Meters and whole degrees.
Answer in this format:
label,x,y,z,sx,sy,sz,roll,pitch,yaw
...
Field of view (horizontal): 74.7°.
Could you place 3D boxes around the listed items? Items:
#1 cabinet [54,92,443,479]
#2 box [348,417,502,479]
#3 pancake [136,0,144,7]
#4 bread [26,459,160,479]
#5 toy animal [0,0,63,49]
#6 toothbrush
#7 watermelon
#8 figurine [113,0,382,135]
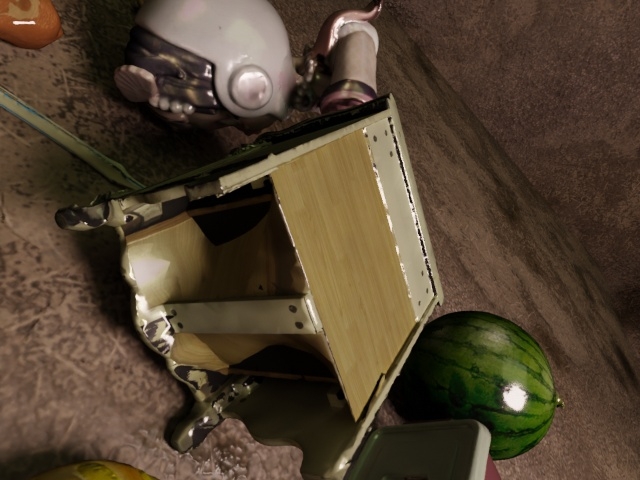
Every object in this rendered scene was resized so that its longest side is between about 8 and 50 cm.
label,x,y,z,sx,sy,sz,roll,pitch,yaw
cabinet,-0.039,0.029,0.475,0.318,0.228,0.289,-40,118,-51
box,0.124,0.376,0.498,0.167,0.194,0.294,59,37,-6
pancake,-0.185,-0.370,0.798,0.266,0.057,0.244,51,39,-12
bread,-0.173,0.275,0.299,0.213,0.105,0.213,41,33,-34
toy animal,-0.406,-0.268,0.471,0.312,0.097,0.157,-34,103,-55
toothbrush,-0.284,-0.105,0.525,0.294,0.026,0.028,34,24,-27
watermelon,0.261,0.236,0.704,0.243,0.242,0.242,28,46,-33
figurine,-0.095,-0.266,0.627,0.362,0.253,0.210,-2,97,-7
